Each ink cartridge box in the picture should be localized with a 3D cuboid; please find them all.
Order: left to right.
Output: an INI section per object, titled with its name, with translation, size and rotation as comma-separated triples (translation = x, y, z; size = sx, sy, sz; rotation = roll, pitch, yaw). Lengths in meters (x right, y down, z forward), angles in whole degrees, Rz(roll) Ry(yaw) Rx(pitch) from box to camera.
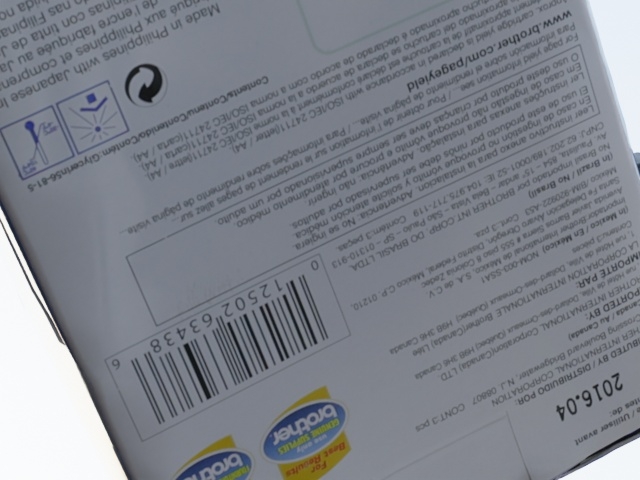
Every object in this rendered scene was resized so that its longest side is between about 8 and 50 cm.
[ink cartridge box]
translation = 0.000, 0.000, 0.713
size = 0.270, 0.396, 0.151
rotation = -26, 21, -11

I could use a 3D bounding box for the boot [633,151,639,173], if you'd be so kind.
[boot]
translation = 0.206, 0.018, 0.810
size = 0.189, 0.208, 0.076
rotation = -30, -57, 1
